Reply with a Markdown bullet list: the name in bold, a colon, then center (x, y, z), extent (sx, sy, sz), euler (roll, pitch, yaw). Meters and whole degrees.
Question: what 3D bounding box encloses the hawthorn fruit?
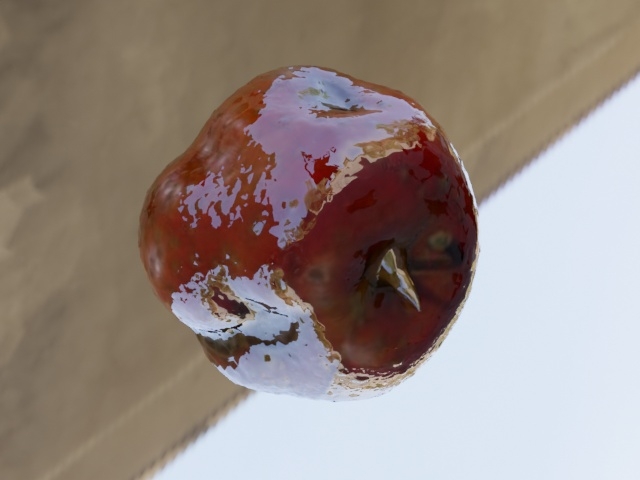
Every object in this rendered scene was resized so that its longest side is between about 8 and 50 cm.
- **hawthorn fruit**: center (0.000, 0.000, 0.443), extent (0.093, 0.093, 0.093), euler (-38, -40, -42)
